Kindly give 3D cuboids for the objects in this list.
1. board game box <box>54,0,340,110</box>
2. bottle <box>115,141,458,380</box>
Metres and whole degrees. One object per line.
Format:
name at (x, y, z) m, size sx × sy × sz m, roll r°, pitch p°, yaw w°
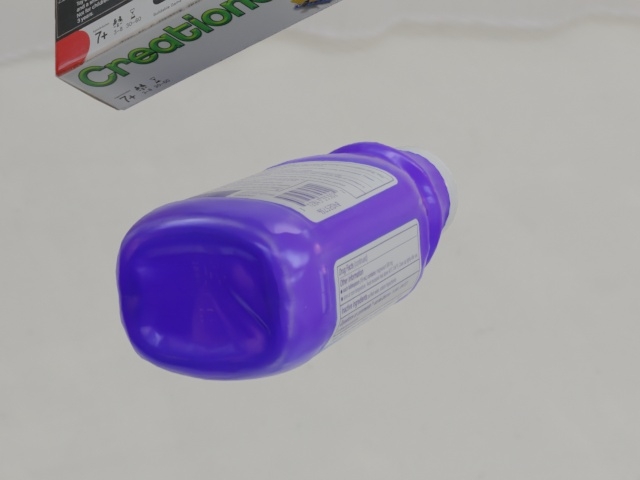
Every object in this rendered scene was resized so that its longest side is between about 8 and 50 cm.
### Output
board game box at (0.001, -0.204, 0.682) m, size 0.053 × 0.305 × 0.193 m, roll 27°, pitch 48°, yaw -48°
bottle at (0.000, 0.000, 0.845) m, size 0.118 × 0.092 × 0.283 m, roll 0°, pitch 12°, yaw 25°
